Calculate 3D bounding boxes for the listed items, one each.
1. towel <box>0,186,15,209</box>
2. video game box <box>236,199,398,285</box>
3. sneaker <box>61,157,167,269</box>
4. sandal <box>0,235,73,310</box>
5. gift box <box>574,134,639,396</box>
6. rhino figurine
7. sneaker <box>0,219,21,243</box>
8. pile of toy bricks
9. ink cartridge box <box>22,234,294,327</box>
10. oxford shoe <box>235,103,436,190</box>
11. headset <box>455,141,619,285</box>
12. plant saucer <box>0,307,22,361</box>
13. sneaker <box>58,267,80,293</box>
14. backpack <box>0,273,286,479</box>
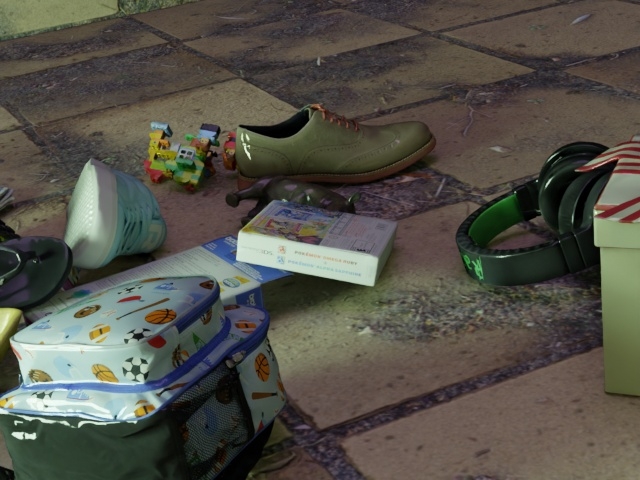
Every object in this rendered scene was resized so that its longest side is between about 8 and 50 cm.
[{"bbox_3d":[-0.693,-0.038,1.999,0.285,0.034,0.209,0,26,22],"label":"towel"},{"bbox_3d":[0.000,0.000,1.585,0.187,0.048,0.205,13,16,8],"label":"video game box"},{"bbox_3d":[-0.289,-0.034,1.713,0.150,0.135,0.366,22,14,-15],"label":"sneaker"},{"bbox_3d":[-0.441,0.047,1.475,0.255,0.054,0.097,-10,66,-10],"label":"sandal"},{"bbox_3d":[0.405,0.015,1.240,0.276,0.258,0.255,2,24,19],"label":"gift box"},{"bbox_3d":[-0.022,-0.049,1.766,0.243,0.073,0.106,14,34,38],"label":"rhino figurine"},{"bbox_3d":[-0.533,0.019,1.683,0.146,0.134,0.343,-51,9,3],"label":"sneaker"},{"bbox_3d":[-0.219,-0.131,2.013,0.212,0.118,0.105,11,66,15],"label":"pile of toy bricks"},{"bbox_3d":[-0.206,0.085,1.515,0.311,0.065,0.186,-22,27,-26],"label":"ink cartridge box"},{"bbox_3d":[0.027,-0.167,1.952,0.348,0.130,0.123,-13,23,-13],"label":"oxford shoe"},{"bbox_3d":[0.381,-0.024,1.555,0.394,0.185,0.243,-23,19,3],"label":"headset"},{"bbox_3d":[-0.535,0.195,1.332,0.333,0.081,0.332,-5,22,6],"label":"plant saucer"},{"bbox_3d":[-0.370,0.047,1.650,0.084,0.069,0.185,-22,29,-30],"label":"sneaker"},{"bbox_3d":[-0.172,0.147,1.193,0.277,0.213,0.263,3,14,30],"label":"backpack"}]
